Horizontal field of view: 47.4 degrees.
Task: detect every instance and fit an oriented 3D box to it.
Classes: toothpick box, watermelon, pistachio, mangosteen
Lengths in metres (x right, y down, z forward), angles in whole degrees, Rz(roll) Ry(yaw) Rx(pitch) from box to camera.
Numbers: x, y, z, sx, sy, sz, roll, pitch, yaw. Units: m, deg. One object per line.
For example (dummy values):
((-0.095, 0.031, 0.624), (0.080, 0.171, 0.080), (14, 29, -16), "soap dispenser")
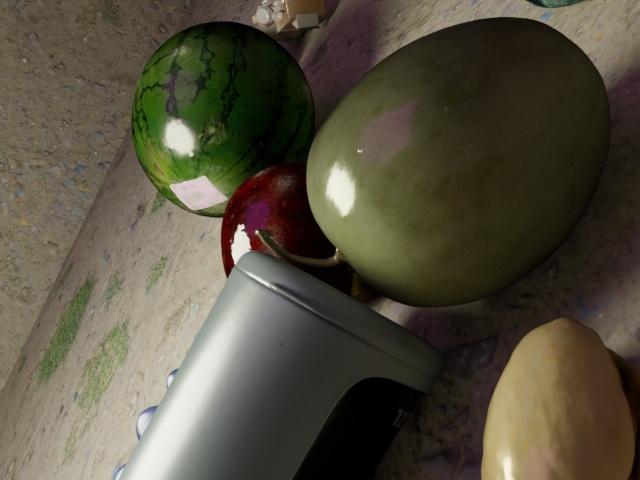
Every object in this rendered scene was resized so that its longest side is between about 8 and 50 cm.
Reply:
((-0.068, 0.207, 0.744), (0.354, 0.263, 0.263), (-61, 26, -4), "toothpick box")
((-0.172, -0.222, 1.317), (0.363, 0.363, 0.363), (-41, 30, 31), "watermelon")
((0.173, 0.150, 0.537), (0.145, 0.117, 0.200), (-41, 29, 41), "pistachio")
((0.000, 0.000, 0.939), (0.258, 0.215, 0.215), (-8, 47, 19), "mangosteen")

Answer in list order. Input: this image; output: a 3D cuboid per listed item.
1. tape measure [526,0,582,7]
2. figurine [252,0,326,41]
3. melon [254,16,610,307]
((0.320, -0.428, 0.891), (0.275, 0.147, 0.256), (-59, 25, -6), "tape measure")
((-0.077, -0.545, 1.715), (0.163, 0.141, 0.237), (-16, 10, -19), "figurine")
((0.128, -0.070, 0.708), (0.308, 0.272, 0.271), (-47, 27, 34), "melon")
